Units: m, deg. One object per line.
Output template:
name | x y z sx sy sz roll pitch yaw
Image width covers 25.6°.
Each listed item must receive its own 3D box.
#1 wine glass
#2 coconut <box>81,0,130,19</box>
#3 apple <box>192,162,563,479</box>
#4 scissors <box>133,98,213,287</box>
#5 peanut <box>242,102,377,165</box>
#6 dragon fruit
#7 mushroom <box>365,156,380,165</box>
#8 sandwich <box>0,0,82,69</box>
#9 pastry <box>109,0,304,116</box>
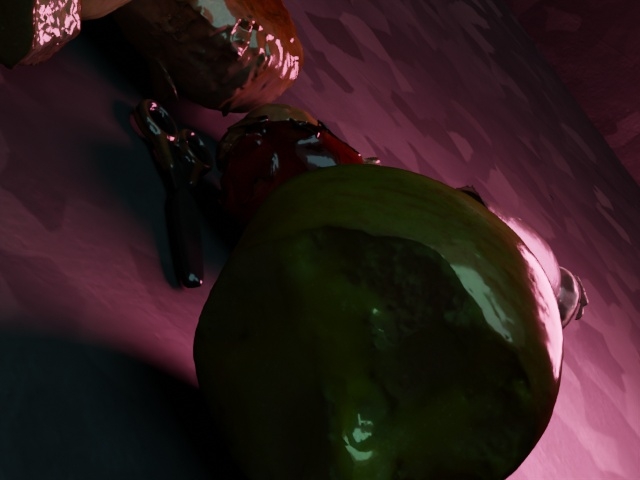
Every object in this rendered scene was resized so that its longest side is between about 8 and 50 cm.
wine glass | 0.196 0.030 1.541 0.204 0.111 0.111 36 24 -41
coconut | -0.187 -0.329 1.056 0.281 0.328 0.328 39 23 -25
apple | 0.029 0.070 0.941 0.226 0.246 0.246 39 21 -7
scissors | -0.113 -0.034 1.143 0.088 0.017 0.220 40 22 -34
peanut | 0.007 -0.043 1.319 0.214 0.099 0.099 41 21 -9
dragon fruit | 0.000 0.000 1.210 0.125 0.125 0.246 -92 157 -80
mushroom | 0.116 0.027 1.411 0.278 0.099 0.096 45 15 -5
sandwich | -0.209 -0.150 0.833 0.128 0.235 0.122 47 8 -3
pastry | -0.122 -0.223 1.315 0.236 0.121 0.257 49 17 -15
